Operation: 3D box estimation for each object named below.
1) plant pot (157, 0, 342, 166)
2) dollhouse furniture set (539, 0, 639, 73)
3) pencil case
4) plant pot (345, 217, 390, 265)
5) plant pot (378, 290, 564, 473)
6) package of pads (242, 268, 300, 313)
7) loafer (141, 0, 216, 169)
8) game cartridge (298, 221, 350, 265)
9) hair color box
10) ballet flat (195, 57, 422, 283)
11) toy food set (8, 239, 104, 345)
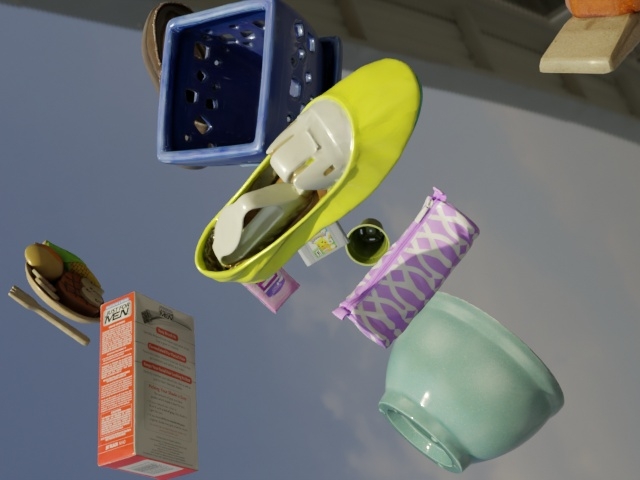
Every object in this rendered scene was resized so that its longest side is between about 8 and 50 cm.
[{"bbox_3d":[-0.098,-0.227,1.469,0.212,0.236,0.236,7,-95,-51],"label":"plant pot"},{"bbox_3d":[0.193,-0.218,0.387,0.135,0.259,0.262,-40,-57,-34],"label":"dollhouse furniture set"},{"bbox_3d":[0.110,0.035,1.160,0.086,0.206,0.088,32,172,45],"label":"pencil case"},{"bbox_3d":[0.092,-0.006,1.761,0.083,0.083,0.079,53,-160,-14],"label":"plant pot"},{"bbox_3d":[0.220,0.254,1.536,0.293,0.196,0.293,39,164,13],"label":"plant pot"},{"bbox_3d":[-0.071,0.048,1.193,0.083,0.050,0.032,45,169,-23],"label":"package of pads"},{"bbox_3d":[-0.239,-0.312,1.747,0.134,0.130,0.366,1,-119,-31],"label":"loafer"},{"bbox_3d":[0.000,0.000,1.546,0.056,0.083,0.017,58,-176,-14],"label":"game cartridge"},{"bbox_3d":[-0.172,0.146,0.934,0.093,0.053,0.167,33,-136,-49],"label":"hair color box"},{"bbox_3d":[-0.018,-0.041,0.678,0.077,0.231,0.077,-6,-121,-47],"label":"ballet flat"},{"bbox_3d":[-0.320,0.054,1.185,0.132,0.038,0.192,38,-171,-18],"label":"toy food set"}]
